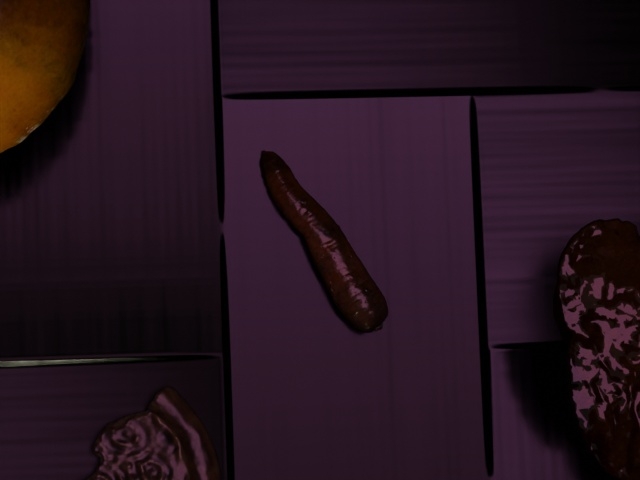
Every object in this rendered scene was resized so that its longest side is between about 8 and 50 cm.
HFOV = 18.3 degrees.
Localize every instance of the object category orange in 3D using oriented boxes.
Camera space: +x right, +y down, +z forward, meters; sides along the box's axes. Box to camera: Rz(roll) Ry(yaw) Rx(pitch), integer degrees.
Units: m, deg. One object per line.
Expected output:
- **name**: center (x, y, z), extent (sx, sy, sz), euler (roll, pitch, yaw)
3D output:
- **orange**: center (-0.275, -0.170, 1.434), extent (0.240, 0.171, 0.240), euler (-1, 80, 7)

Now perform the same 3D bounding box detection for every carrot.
- **carrot**: center (0.001, -0.001, 1.518), extent (0.035, 0.035, 0.165), euler (-31, 86, -8)

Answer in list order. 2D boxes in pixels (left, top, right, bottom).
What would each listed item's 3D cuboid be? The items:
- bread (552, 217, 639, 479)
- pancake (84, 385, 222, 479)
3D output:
- **bread**: center (0.287, 0.094, 1.487), extent (0.232, 0.135, 0.247), euler (-13, 86, -7)
- **pancake**: center (-0.162, 0.193, 1.489), extent (0.184, 0.020, 0.190), euler (20, 83, -3)
